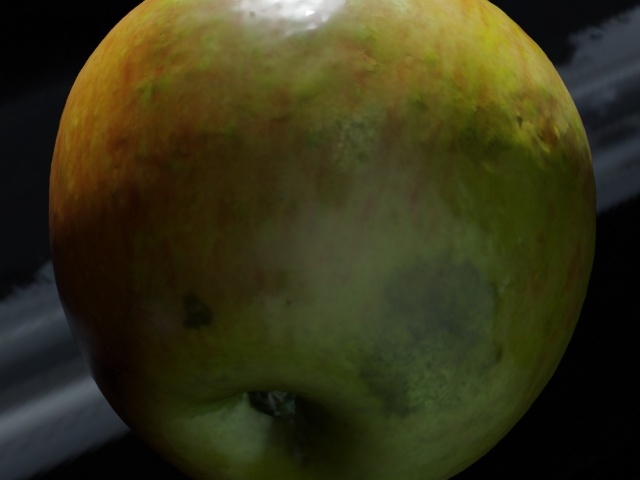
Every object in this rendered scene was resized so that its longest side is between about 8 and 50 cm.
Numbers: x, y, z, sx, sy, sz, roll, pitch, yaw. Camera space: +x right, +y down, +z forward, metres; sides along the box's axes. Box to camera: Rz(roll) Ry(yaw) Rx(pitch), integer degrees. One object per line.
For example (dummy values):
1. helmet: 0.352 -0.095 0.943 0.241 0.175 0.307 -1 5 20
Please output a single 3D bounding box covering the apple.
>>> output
1. apple: 0.000 0.000 0.656 0.196 0.196 0.196 -10 -66 -24
